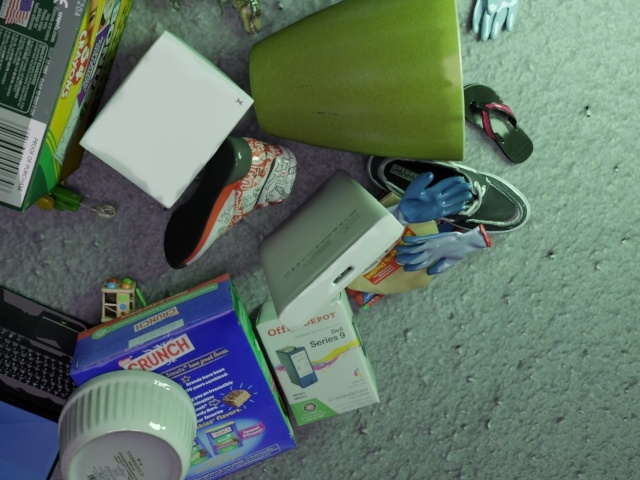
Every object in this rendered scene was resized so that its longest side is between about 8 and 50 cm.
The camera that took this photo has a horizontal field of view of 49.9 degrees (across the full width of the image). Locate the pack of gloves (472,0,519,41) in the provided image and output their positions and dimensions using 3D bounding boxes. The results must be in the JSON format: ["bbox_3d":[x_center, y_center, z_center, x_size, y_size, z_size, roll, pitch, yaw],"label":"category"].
[{"bbox_3d":[0.244,-0.446,1.101,0.195,0.046,0.232,8,111,-18],"label":"pack of gloves"}]

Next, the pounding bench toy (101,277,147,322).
[{"bbox_3d":[-0.319,0.098,1.147,0.083,0.052,0.065,3,105,-11],"label":"pounding bench toy"}]

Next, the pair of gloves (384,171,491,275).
[{"bbox_3d":[0.179,-0.025,1.100,0.159,0.023,0.198,-20,126,15],"label":"pair of gloves"}]

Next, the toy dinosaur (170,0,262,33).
[{"bbox_3d":[-0.182,-0.388,0.988,0.118,0.064,0.268,-25,149,12],"label":"toy dinosaur"}]

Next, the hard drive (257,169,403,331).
[{"bbox_3d":[0.000,0.000,1.038,0.203,0.307,0.040,-43,109,4],"label":"hard drive"}]

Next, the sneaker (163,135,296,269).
[{"bbox_3d":[-0.141,-0.051,1.111,0.145,0.090,0.270,-1,137,-43],"label":"sneaker"}]

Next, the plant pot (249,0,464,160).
[{"bbox_3d":[0.053,-0.241,1.021,0.294,0.275,0.274,-4,107,9],"label":"plant pot"}]

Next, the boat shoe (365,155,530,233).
[{"bbox_3d":[0.223,-0.079,1.133,0.301,0.102,0.108,22,100,-15],"label":"boat shoe"}]

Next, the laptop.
[{"bbox_3d":[-0.497,0.245,1.115,0.234,0.136,0.264,28,100,-17],"label":"laptop"}]

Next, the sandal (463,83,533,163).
[{"bbox_3d":[0.305,-0.200,1.173,0.179,0.040,0.067,41,96,-18],"label":"sandal"}]

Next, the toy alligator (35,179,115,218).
[{"bbox_3d":[-0.420,-0.069,1.085,0.190,0.056,0.051,26,142,-17],"label":"toy alligator"}]

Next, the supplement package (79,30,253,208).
[{"bbox_3d":[-0.219,-0.183,1.003,0.149,0.203,0.194,37,96,-18],"label":"supplement package"}]

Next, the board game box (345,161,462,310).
[{"bbox_3d":[0.139,-0.018,1.206,0.281,0.027,0.145,-41,107,4],"label":"board game box"}]

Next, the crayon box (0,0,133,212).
[{"bbox_3d":[-0.341,-0.250,0.904,0.106,0.313,0.362,20,102,-11],"label":"crayon box"}]

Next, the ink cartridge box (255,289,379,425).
[{"bbox_3d":[-0.003,0.196,1.199,0.154,0.093,0.212,-17,107,7],"label":"ink cartridge box"}]

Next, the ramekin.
[{"bbox_3d":[-0.287,0.307,1.028,0.207,0.109,0.207,-5,119,-10],"label":"ramekin"}]

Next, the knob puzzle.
[{"bbox_3d":[0.117,0.019,1.169,0.213,0.030,0.213,-3,127,-3],"label":"knob puzzle"}]

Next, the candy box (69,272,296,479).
[{"bbox_3d":[-0.217,0.251,1.148,0.268,0.122,0.317,-21,121,-4],"label":"candy box"}]
